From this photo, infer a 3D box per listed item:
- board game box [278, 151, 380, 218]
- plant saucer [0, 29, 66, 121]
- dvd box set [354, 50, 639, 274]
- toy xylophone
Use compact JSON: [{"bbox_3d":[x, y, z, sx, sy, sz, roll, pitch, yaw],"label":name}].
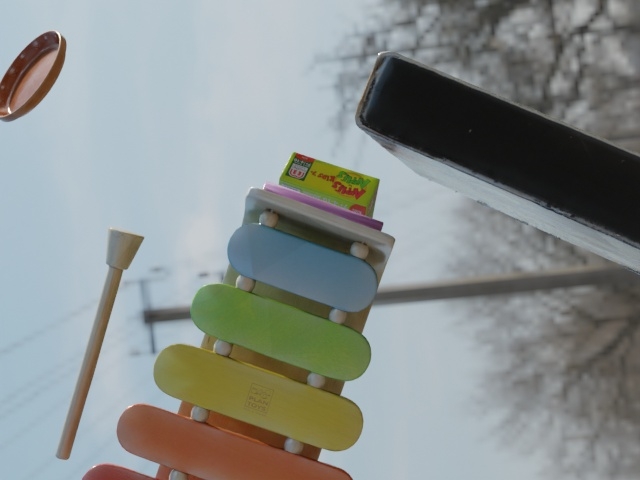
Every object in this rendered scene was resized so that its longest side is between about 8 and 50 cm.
[{"bbox_3d":[0.000,0.000,1.766,0.181,0.092,0.043,99,-168,-48],"label":"board game box"},{"bbox_3d":[-0.228,-0.128,1.382,0.013,0.083,0.083,37,-140,-31],"label":"plant saucer"},{"bbox_3d":[0.197,-0.035,1.347,0.420,0.307,0.062,14,-80,-82],"label":"dvd box set"},{"bbox_3d":[-0.075,0.114,1.303,0.081,0.236,0.323,-9,-70,-88],"label":"toy xylophone"}]
